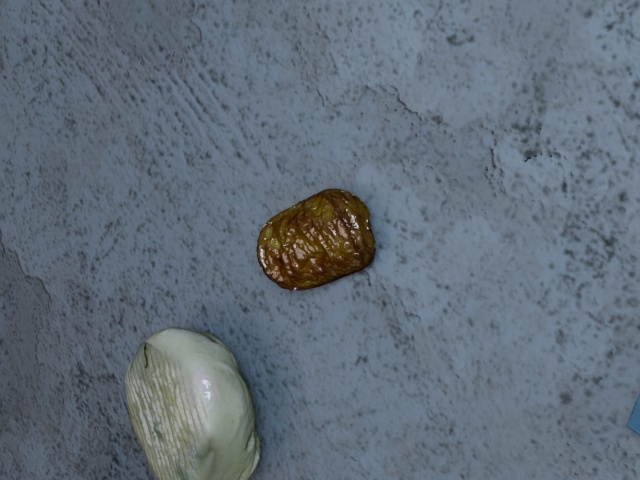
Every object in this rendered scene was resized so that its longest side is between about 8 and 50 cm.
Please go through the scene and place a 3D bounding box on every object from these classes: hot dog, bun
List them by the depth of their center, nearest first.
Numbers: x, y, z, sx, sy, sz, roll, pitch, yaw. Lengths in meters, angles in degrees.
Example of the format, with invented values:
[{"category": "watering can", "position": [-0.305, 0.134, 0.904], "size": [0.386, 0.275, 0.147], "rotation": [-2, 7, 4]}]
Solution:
[{"category": "hot dog", "position": [-0.002, -0.001, 1.064], "size": [0.147, 0.065, 0.099], "rotation": [-26, 83, 33]}, {"category": "bun", "position": [-0.148, 0.208, 1.194], "size": [0.237, 0.116, 0.210], "rotation": [-40, 70, 54]}]

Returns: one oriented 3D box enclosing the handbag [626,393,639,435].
[{"category": "handbag", "position": [0.354, 0.093, 0.811], "size": [0.144, 0.057, 0.221], "rotation": [31, 118, 34]}]
